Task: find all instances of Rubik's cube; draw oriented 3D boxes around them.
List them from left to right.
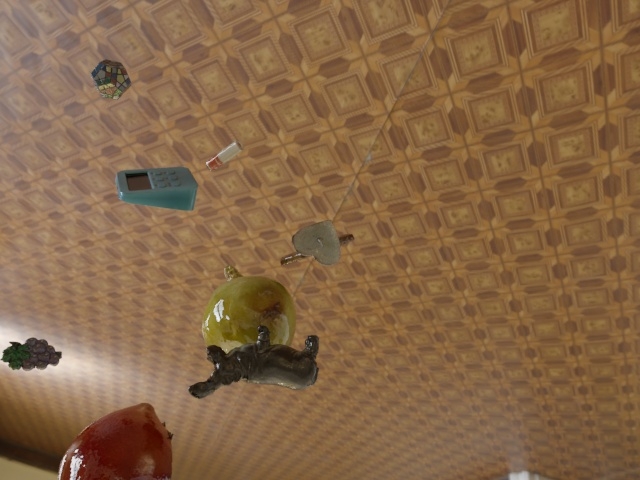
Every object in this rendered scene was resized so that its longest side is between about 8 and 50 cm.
[{"bbox_3d":[-0.597,-0.459,1.325,0.111,0.111,0.093,18,121,-3],"label":"Rubik's cube"}]

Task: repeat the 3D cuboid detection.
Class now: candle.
[{"bbox_3d":[0.000,0.000,1.733,0.192,0.169,0.068,29,171,4],"label":"candle"}]

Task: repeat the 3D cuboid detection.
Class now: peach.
[{"bbox_3d":[-0.509,0.549,1.138,0.257,0.362,0.201,-28,131,20],"label":"peach"},{"bbox_3d":[-0.217,0.256,1.464,0.314,0.281,0.316,28,141,14],"label":"peach"}]

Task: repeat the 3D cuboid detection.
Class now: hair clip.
[{"bbox_3d":[-1.042,0.413,1.677,0.195,0.124,0.052,12,137,-45],"label":"hair clip"}]

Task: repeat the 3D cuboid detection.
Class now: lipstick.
[{"bbox_3d":[-0.305,-0.270,1.481,0.130,0.038,0.038,-29,124,22],"label":"lipstick"}]

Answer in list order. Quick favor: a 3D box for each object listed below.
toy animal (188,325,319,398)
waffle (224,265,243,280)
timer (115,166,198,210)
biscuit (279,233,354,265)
[{"bbox_3d":[-0.172,0.318,1.223,0.343,0.168,0.106,-4,156,-7],"label":"toy animal"},{"bbox_3d":[-0.337,0.214,2.038,0.249,0.056,0.253,54,161,-13],"label":"waffle"},{"bbox_3d":[-0.569,-0.193,1.607,0.249,0.232,0.091,2,117,-30],"label":"timer"},{"bbox_3d":[-0.017,0.039,2.052,0.359,0.359,0.046,-19,91,32],"label":"biscuit"}]
